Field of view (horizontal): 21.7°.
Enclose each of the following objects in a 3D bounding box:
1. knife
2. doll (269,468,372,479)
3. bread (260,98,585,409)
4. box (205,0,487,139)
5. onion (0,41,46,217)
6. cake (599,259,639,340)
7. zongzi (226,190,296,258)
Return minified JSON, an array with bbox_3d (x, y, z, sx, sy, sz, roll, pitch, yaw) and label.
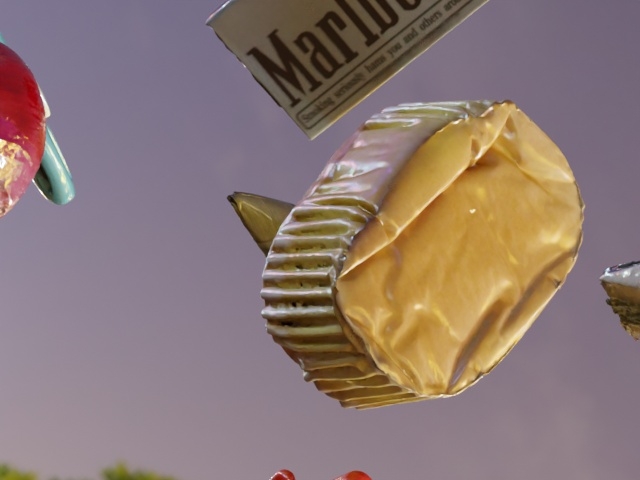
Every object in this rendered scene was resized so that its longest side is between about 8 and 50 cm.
[{"bbox_3d":[-0.195,-0.108,1.015,0.064,0.031,0.222,44,-19,44],"label":"knife"},{"bbox_3d":[-0.032,0.265,1.378,0.245,0.076,0.142,-29,-86,36],"label":"doll"},{"bbox_3d":[0.080,0.009,1.438,0.204,0.288,0.156,46,-27,-23],"label":"bread"},{"bbox_3d":[0.023,-0.166,1.154,0.115,0.177,0.036,49,17,-12],"label":"box"},{"bbox_3d":[-0.215,-0.060,0.898,0.131,0.131,0.131,43,-22,22],"label":"onion"},{"bbox_3d":[0.305,0.028,1.099,0.220,0.117,0.086,15,-29,51],"label":"cake"},{"bbox_3d":[0.000,0.000,1.812,0.160,0.078,0.176,8,-24,23],"label":"zongzi"}]
